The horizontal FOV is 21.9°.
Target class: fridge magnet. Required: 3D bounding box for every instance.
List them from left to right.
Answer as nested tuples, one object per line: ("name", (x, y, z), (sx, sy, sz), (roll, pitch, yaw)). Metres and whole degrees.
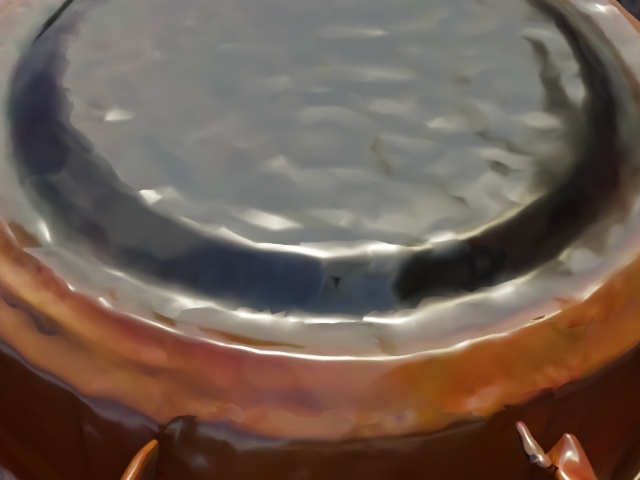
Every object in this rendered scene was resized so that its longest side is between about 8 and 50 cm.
("fridge magnet", (0.000, 0.000, 0.607), (0.363, 0.364, 0.155), (-90, 2, -46))
